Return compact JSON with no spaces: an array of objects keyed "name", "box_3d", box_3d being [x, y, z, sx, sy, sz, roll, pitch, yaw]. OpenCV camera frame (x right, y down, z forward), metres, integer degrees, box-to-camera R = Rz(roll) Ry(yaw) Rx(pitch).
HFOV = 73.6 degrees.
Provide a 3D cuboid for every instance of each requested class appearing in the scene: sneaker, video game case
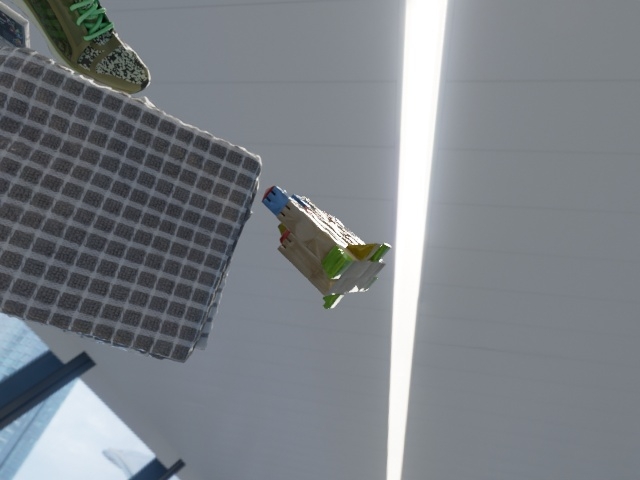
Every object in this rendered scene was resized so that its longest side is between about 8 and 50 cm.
[{"name":"sneaker","box_3d":[-0.523,-0.497,0.904,0.182,0.158,0.410,-14,-51,44]},{"name":"video game case","box_3d":[-0.836,-0.553,1.092,0.190,0.022,0.173,36,-36,-14]}]

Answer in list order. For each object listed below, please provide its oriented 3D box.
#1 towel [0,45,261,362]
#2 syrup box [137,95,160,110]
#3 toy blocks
[{"name":"towel","box_3d":[-0.213,-0.026,0.421,0.283,0.235,0.121,22,-20,-18]},{"name":"syrup box","box_3d":[-0.393,-0.183,0.940,0.093,0.237,0.096,-13,-14,7]},{"name":"toy blocks","box_3d":[0.000,0.000,1.011,0.261,0.381,0.191,44,-79,19]}]
